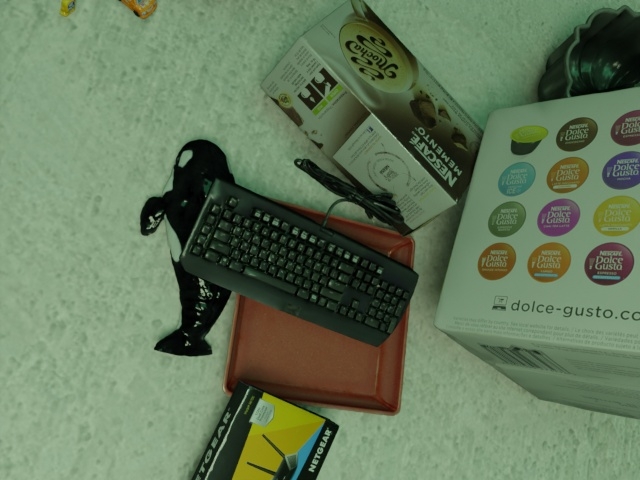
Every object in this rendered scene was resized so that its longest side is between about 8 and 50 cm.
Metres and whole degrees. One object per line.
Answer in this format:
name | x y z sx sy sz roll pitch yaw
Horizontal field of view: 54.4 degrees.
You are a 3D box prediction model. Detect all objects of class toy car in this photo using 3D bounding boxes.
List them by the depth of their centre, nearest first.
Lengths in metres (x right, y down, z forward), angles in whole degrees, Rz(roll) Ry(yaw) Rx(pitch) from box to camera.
toy car | -0.279 -0.316 0.829 0.122 0.040 0.060 -35 93 -24

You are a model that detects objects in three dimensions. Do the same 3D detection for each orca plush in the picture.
orca plush | -0.154 0.000 0.782 0.151 0.102 0.287 20 73 -17

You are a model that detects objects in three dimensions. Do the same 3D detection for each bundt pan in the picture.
bundt pan | 0.515 -0.227 1.083 0.331 0.124 0.330 4 78 -20

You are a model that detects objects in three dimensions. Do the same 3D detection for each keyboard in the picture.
keyboard | 0.000 0.000 0.787 0.317 0.033 0.201 25 81 -27

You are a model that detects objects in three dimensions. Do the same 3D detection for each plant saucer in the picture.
plant saucer | 0.001 0.093 0.847 0.259 0.048 0.258 14 75 -24

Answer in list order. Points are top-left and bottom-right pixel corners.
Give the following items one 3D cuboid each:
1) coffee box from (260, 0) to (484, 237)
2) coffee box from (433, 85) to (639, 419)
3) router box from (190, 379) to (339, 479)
coffee box | 0.086 -0.175 0.883 0.297 0.119 0.168 46 49 -7
coffee box | 0.407 0.033 0.812 0.338 0.338 0.334 35 66 -40
router box | -0.074 0.275 0.738 0.133 0.046 0.178 29 78 -21
